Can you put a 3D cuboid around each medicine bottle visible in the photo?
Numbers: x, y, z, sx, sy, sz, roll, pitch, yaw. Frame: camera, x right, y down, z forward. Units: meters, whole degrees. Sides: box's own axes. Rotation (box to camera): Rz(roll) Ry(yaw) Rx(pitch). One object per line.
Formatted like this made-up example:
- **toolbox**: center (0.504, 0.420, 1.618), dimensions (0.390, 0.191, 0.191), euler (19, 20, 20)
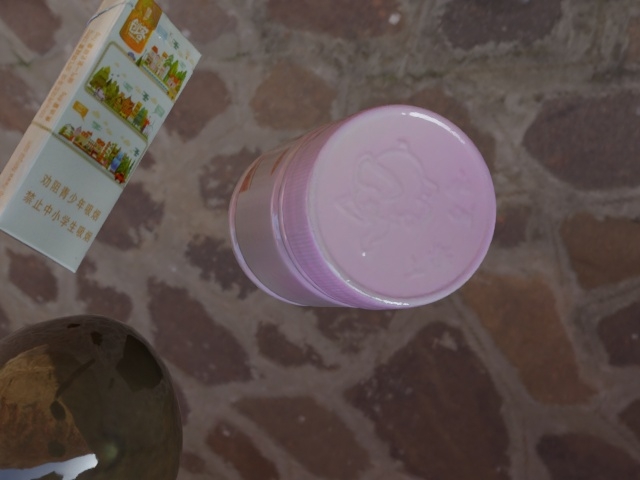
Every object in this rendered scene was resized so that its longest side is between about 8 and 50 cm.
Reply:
- **medicine bottle**: center (0.032, -0.027, 1.203), dimensions (0.202, 0.202, 0.316), euler (43, 166, -13)

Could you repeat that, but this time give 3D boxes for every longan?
- **longan**: center (-0.255, 0.201, 1.119), dimensions (0.258, 0.258, 0.258), euler (15, 135, 16)

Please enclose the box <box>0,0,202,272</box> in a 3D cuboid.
- **box**: center (-0.184, -0.091, 0.919), dimensions (0.032, 0.220, 0.122), euler (24, 170, 27)
